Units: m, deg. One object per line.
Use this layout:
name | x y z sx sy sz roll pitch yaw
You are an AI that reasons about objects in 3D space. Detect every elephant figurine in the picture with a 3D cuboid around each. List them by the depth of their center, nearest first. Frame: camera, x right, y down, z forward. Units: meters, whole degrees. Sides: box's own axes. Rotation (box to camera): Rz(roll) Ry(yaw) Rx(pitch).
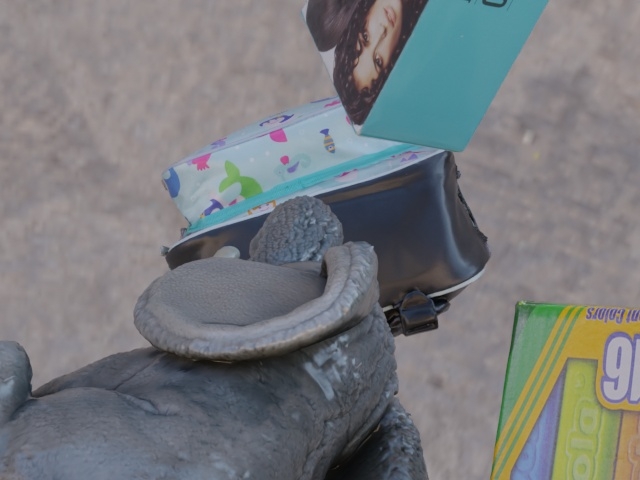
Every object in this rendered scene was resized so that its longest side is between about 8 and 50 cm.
elephant figurine | -0.027 0.063 0.744 0.239 0.169 0.186 -33 69 -25

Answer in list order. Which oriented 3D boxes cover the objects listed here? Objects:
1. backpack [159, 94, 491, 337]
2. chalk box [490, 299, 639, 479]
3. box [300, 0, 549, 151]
backpack | 0.000 0.000 1.363 0.225 0.253 0.191 -19 83 1
chalk box | 0.138 0.135 0.626 0.132 0.132 0.213 11 83 -33
box | 0.074 -0.165 0.832 0.060 0.244 0.100 7 39 -28
